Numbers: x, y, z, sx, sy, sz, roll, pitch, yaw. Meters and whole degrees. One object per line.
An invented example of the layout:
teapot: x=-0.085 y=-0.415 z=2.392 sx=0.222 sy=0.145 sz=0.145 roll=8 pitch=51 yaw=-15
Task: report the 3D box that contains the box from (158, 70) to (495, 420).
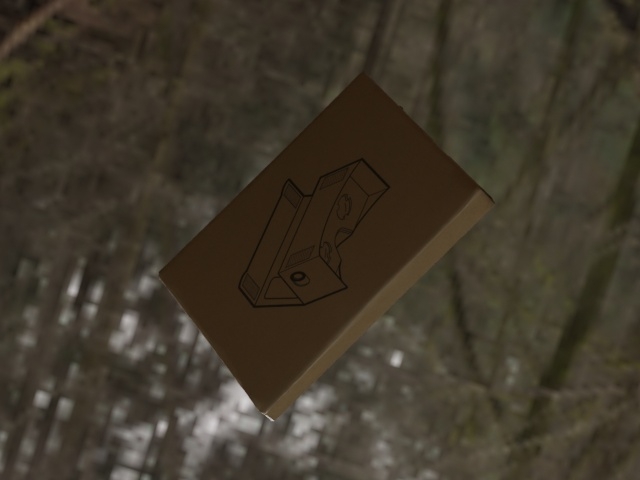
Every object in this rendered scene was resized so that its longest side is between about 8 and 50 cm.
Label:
box: x=0.000 y=0.000 z=1.296 sx=0.021 sy=0.201 sz=0.164 roll=42 pitch=-175 yaw=-44
